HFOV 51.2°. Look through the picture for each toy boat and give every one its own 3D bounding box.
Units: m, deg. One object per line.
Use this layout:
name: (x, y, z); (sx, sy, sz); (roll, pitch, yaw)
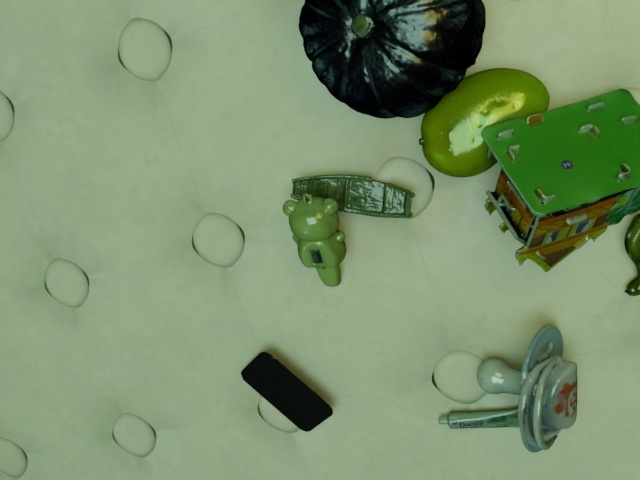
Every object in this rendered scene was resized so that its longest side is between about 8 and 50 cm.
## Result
toy boat: (0.077, -0.110, 1.563); (0.293, 0.055, 0.093); (9, 110, 12)

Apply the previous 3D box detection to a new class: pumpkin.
pumpkin: (0.142, -0.420, 1.319); (0.363, 0.266, 0.363); (7, 107, 25)

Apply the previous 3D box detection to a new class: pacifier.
pacifier: (0.461, 0.334, 1.533); (0.233, 0.244, 0.299); (9, 111, 45)

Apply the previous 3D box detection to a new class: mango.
mango: (0.329, -0.254, 1.396); (0.185, 0.149, 0.273); (47, 108, 7)

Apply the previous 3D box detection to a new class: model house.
model house: (0.510, -0.104, 1.378); (0.358, 0.313, 0.242); (-19, 60, -10)

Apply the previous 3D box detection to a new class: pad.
pad: (-0.042, 0.349, 1.745); (0.250, 0.055, 0.323); (42, 113, 0)

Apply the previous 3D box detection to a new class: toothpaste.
toothpaste: (0.404, 0.445, 1.662); (0.218, 0.041, 0.064); (-6, 118, 15)

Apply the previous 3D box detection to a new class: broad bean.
broad bean: (0.684, 0.025, 1.427); (0.070, 0.048, 0.213); (-11, 116, 0)

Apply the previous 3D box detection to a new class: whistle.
whistle: (0.000, 0.000, 1.577); (0.131, 0.106, 0.288); (-2, 133, 18)
